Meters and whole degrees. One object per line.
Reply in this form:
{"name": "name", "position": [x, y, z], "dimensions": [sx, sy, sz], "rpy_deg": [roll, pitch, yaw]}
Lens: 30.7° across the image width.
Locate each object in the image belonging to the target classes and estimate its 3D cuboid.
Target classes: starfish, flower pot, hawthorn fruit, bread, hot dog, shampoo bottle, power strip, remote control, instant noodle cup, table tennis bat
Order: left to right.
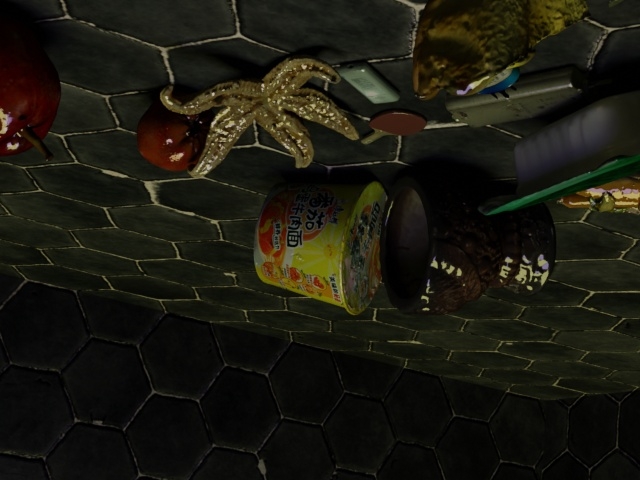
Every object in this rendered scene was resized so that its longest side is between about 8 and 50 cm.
{"name": "hawthorn fruit", "position": [-0.478, -0.218, 1.738], "dimensions": [0.266, 0.210, 0.230], "rpy_deg": [40, 154, 17]}
{"name": "hawthorn fruit", "position": [-0.242, -0.177, 1.952], "dimensions": [0.132, 0.133, 0.138], "rpy_deg": [20, 163, -36]}
{"name": "starfish", "position": [-0.079, -0.207, 1.833], "dimensions": [0.375, 0.094, 0.327], "rpy_deg": [1, 154, -28]}
{"name": "instant noodle cup", "position": [0.000, 0.000, 2.262], "dimensions": [0.200, 0.264, 0.264], "rpy_deg": [10, 165, 21]}
{"name": "remote control", "position": [0.075, -0.242, 1.799], "dimensions": [0.053, 0.018, 0.124], "rpy_deg": [-5, 160, 31]}
{"name": "table tennis bat", "position": [0.116, -0.190, 1.968], "dimensions": [0.087, 0.013, 0.156], "rpy_deg": [13, 161, -26]}
{"name": "flower pot", "position": [0.276, 0.008, 2.166], "dimensions": [0.267, 0.267, 0.266], "rpy_deg": [1, 166, -18]}
{"name": "shampoo bottle", "position": [0.218, -0.252, 1.649], "dimensions": [0.087, 0.050, 0.183], "rpy_deg": [-9, 157, 37]}
{"name": "bread", "position": [0.203, -0.275, 1.436], "dimensions": [0.174, 0.133, 0.251], "rpy_deg": [-7, -157, 47]}
{"name": "power strip", "position": [0.316, -0.216, 1.754], "dimensions": [0.268, 0.034, 0.092], "rpy_deg": [-7, 158, 39]}
{"name": "hot dog", "position": [0.551, -0.082, 2.043], "dimensions": [0.269, 0.072, 0.109], "rpy_deg": [1, 160, 16]}

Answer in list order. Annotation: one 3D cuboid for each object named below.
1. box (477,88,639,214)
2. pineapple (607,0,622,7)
{"name": "box", "position": [0.417, -0.143, 1.744], "dimensions": [0.264, 0.106, 0.336], "rpy_deg": [-16, 175, -29]}
{"name": "pineapple", "position": [0.454, -0.285, 1.284], "dimensions": [0.340, 0.169, 0.169], "rpy_deg": [14, 164, 2]}
